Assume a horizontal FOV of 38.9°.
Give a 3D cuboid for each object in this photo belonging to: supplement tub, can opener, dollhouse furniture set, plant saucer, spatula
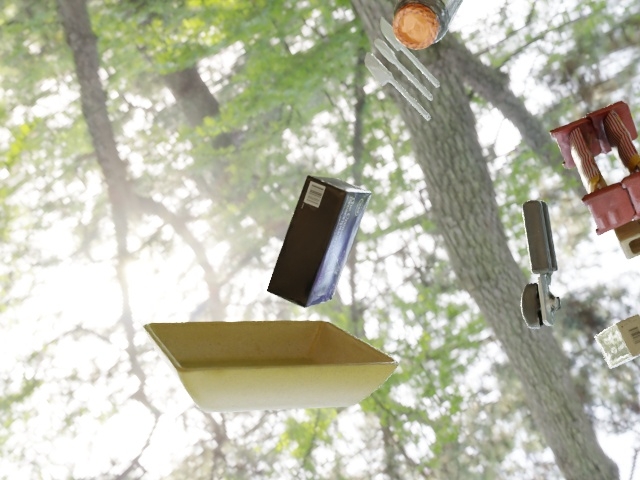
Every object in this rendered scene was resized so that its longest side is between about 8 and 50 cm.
[{"bbox_3d":[0.216,-0.471,1.827,0.117,0.117,0.190,-10,-147,35],"label":"supplement tub"},{"bbox_3d":[0.476,0.055,2.025,0.095,0.284,0.076,-12,173,33],"label":"can opener"},{"bbox_3d":[0.600,-0.065,1.776,0.152,0.374,0.201,-25,-136,15],"label":"dollhouse furniture set"},{"bbox_3d":[-0.091,0.195,1.415,0.332,0.081,0.332,1,-175,-20],"label":"plant saucer"},{"bbox_3d":[0.203,-0.410,2.211,0.019,0.242,0.168,-19,-138,41],"label":"spatula"}]

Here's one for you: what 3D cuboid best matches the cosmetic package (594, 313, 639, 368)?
[{"bbox_3d":[0.477,0.159,1.422,0.041,0.060,0.115,-21,166,-6],"label":"cosmetic package"}]

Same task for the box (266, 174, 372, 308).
[{"bbox_3d":[0.000,0.000,1.939,0.103,0.261,0.184,22,-170,15],"label":"box"}]
